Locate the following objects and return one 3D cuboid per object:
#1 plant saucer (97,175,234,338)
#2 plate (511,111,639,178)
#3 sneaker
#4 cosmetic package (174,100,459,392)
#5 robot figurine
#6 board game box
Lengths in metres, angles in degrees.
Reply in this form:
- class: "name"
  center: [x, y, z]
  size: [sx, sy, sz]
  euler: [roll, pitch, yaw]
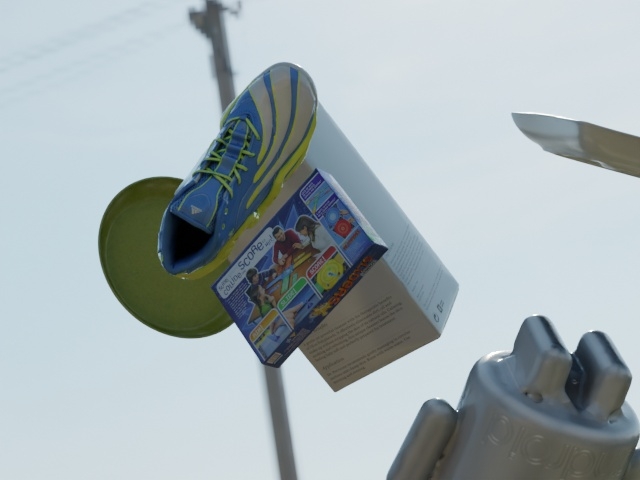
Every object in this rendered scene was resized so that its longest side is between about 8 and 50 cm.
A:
- class: "plant saucer"
  center: [-0.204, 0.028, 2.236]
  size: [0.241, 0.241, 0.037]
  euler: [0, -22, -33]
- class: "plate"
  center: [0.400, -0.103, 2.017]
  size: [0.277, 0.045, 0.278]
  euler: [15, 3, -13]
- class: "sneaker"
  center: [-0.080, -0.058, 1.538]
  size: [0.091, 0.240, 0.126]
  euler: [29, 13, -1]
- class: "cosmetic package"
  center: [0.000, 0.000, 2.187]
  size: [0.197, 0.365, 0.155]
  euler: [-29, 15, 28]
- class: "robot figurine"
  center: [0.228, 0.264, 1.804]
  size: [0.300, 0.353, 0.200]
  euler: [16, 19, -8]
- class: "board game box"
  center: [-0.028, 0.033, 1.900]
  size: [0.201, 0.136, 0.035]
  euler: [-47, -35, 16]
